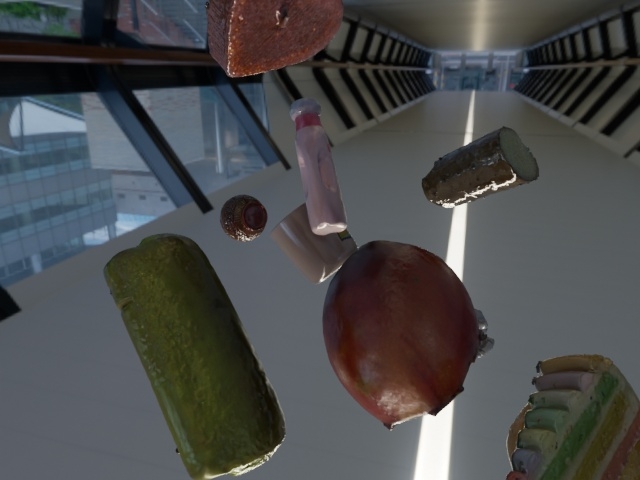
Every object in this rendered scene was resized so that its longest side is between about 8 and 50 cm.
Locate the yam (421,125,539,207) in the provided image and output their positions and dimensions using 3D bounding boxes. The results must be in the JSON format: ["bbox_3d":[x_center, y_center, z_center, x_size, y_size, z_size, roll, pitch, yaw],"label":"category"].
[{"bbox_3d":[0.350,-0.154,1.056,0.128,0.129,0.238,-1,167,-31],"label":"yam"}]

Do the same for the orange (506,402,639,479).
[{"bbox_3d":[0.461,0.390,0.845,0.237,0.236,0.236,0,-161,0],"label":"orange"}]

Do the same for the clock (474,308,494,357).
[{"bbox_3d":[0.297,0.171,1.041,0.080,0.117,0.176,-40,-136,-19],"label":"clock"}]

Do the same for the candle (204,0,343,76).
[{"bbox_3d":[-0.105,-0.449,0.935,0.131,0.287,0.317,55,-166,20],"label":"candle"}]

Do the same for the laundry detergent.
[{"bbox_3d":[-0.010,-0.185,1.161,0.088,0.335,0.159,-13,171,9],"label":"laundry detergent"}]

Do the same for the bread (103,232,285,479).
[{"bbox_3d":[-0.180,0.152,0.696,0.166,0.112,0.383,-11,-115,-48],"label":"bread"}]

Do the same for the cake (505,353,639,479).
[{"bbox_3d":[0.297,0.228,0.538,0.090,0.109,0.225,-35,-175,46],"label":"cake"}]

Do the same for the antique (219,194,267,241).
[{"bbox_3d":[-0.162,-0.046,0.984,0.104,0.104,0.104,0,-161,0],"label":"antique"}]

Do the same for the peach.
[{"bbox_3d":[0.144,0.163,0.821,0.281,0.281,0.338,-4,-136,-12],"label":"peach"}]

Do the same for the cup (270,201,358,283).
[{"bbox_3d":[0.000,0.000,1.391,0.191,0.200,0.253,-40,175,20],"label":"cup"}]
